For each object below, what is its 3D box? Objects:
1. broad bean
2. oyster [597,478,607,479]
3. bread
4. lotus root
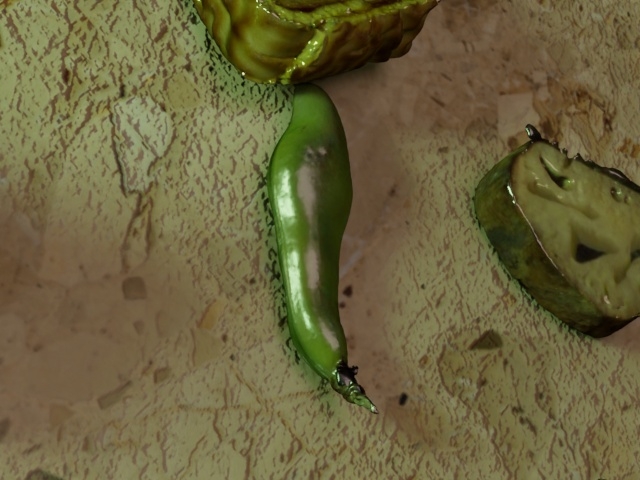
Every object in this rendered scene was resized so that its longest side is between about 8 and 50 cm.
[{"bbox_3d":[-0.004,0.003,1.239,0.075,0.067,0.325,-6,69,0],"label":"broad bean"},{"bbox_3d":[0.251,0.365,1.217,0.129,0.078,0.345,14,62,-17],"label":"oyster"},{"bbox_3d":[-0.005,-0.231,1.316,0.222,0.096,0.181,-17,63,-38],"label":"bread"},{"bbox_3d":[0.266,0.006,1.400,0.261,0.074,0.170,31,55,-18],"label":"lotus root"}]
